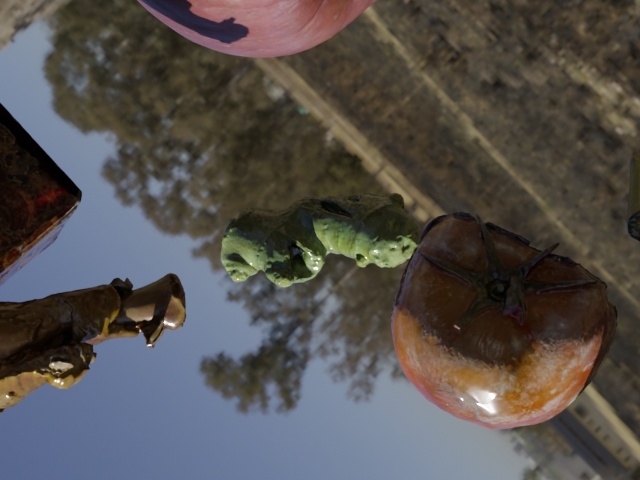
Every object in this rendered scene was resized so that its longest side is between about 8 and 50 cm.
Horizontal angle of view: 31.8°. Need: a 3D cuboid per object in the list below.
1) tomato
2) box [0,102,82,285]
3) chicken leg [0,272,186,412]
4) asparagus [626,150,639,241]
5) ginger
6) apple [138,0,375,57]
[{"bbox_3d":[0.159,0.096,1.073,0.214,0.155,0.181,21,146,21],"label":"tomato"},{"bbox_3d":[-0.399,0.011,0.758,0.264,0.415,0.116,47,151,-4],"label":"box"},{"bbox_3d":[-0.182,0.058,0.690,0.101,0.207,0.085,93,155,-53],"label":"chicken leg"},{"bbox_3d":[0.348,-0.058,1.196,0.045,0.041,0.178,56,-150,-20],"label":"asparagus"},{"bbox_3d":[-0.003,0.001,1.462,0.137,0.289,0.089,-65,-40,-53],"label":"ginger"},{"bbox_3d":[-0.038,-0.282,0.794,0.235,0.306,0.306,46,-177,18],"label":"apple"}]
